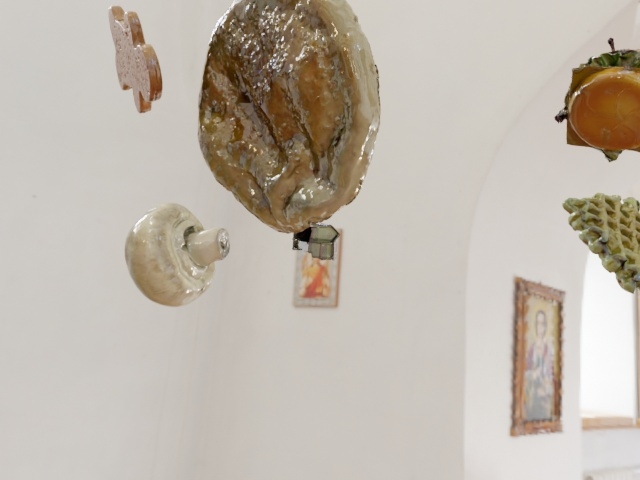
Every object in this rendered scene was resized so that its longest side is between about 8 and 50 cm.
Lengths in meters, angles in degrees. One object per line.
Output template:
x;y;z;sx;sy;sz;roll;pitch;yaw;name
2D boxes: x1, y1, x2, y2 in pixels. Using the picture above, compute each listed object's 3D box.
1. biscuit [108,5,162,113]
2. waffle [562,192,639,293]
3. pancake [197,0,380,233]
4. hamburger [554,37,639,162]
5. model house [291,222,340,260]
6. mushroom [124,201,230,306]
-0.307;-0.302;0.939;0.036;0.165;0.250;-15;33;-26;biscuit
0.536;0.005;0.972;0.204;0.223;0.054;-3;-38;-30;waffle
-0.066;-0.199;0.826;0.082;0.387;0.387;-11;3;-45;pancake
0.459;-0.211;0.851;0.164;0.093;0.189;22;-40;21;hamburger
0.000;0.000;0.899;0.058;0.057;0.083;0;6;-38;model house
-0.331;0.023;1.326;0.234;0.260;0.254;-20;-15;16;mushroom
